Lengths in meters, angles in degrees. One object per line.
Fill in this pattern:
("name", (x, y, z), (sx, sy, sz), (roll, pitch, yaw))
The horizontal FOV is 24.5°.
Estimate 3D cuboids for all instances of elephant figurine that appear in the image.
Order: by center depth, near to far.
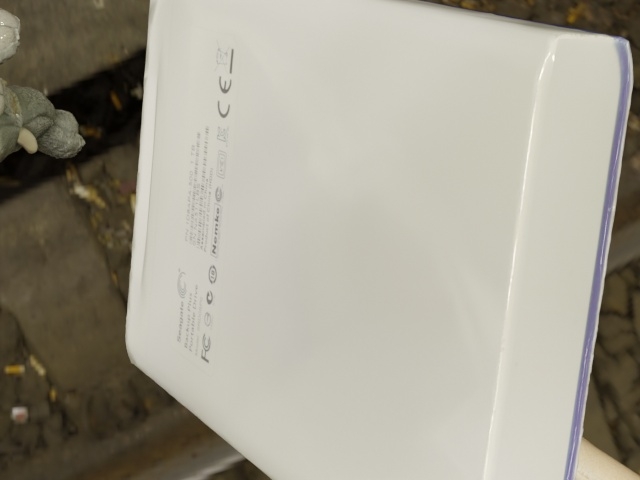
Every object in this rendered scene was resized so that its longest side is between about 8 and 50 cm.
("elephant figurine", (-0.286, -0.086, 1.085), (0.186, 0.169, 0.239), (12, 152, 0))

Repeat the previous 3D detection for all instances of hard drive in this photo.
("hard drive", (0.000, 0.000, 0.620), (0.040, 0.318, 0.210), (-1, 104, -29))

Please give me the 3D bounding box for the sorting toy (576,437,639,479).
("sorting toy", (0.099, 0.102, 0.954), (0.193, 0.208, 0.038), (33, 90, -8))
